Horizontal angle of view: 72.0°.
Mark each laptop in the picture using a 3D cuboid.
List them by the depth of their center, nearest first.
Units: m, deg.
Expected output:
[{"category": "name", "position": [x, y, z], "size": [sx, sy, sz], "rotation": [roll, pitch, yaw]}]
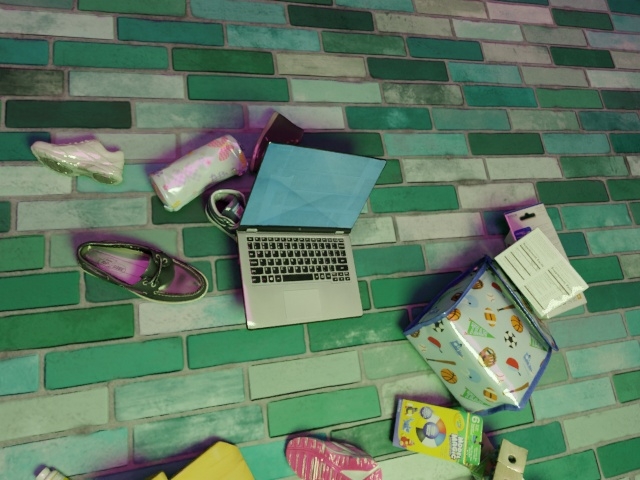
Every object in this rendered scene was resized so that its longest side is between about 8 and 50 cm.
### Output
[{"category": "laptop", "position": [0.000, 0.000, 1.160], "size": [0.381, 0.236, 0.409], "rotation": [1, 74, -35]}]

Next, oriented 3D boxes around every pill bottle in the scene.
[{"category": "pill bottle", "position": [-0.599, 0.552, 0.997], "size": [0.083, 0.043, 0.043], "rotation": [37, 68, -2]}]

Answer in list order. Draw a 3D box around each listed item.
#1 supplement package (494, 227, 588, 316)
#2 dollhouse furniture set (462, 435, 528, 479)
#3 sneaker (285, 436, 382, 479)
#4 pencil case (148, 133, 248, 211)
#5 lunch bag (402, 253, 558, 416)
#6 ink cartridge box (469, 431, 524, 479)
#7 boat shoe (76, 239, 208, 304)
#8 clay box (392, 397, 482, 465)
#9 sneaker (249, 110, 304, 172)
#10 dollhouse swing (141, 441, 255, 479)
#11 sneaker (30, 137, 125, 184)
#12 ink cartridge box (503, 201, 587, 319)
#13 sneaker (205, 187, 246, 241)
[{"category": "supplement package", "position": [0.643, 0.091, 1.312], "size": [0.145, 0.261, 0.204], "rotation": [-39, 73, 15]}, {"category": "dollhouse furniture set", "position": [0.424, 0.591, 1.174], "size": [0.183, 0.129, 0.129], "rotation": [22, 55, 17]}, {"category": "sneaker", "position": [0.034, 0.574, 1.137], "size": [0.251, 0.111, 0.103], "rotation": [14, 78, 12]}, {"category": "pencil case", "position": [-0.341, -0.192, 1.248], "size": [0.273, 0.113, 0.124], "rotation": [-34, 105, -22]}, {"category": "lunch bag", "position": [0.495, 0.255, 1.289], "size": [0.385, 0.239, 0.328], "rotation": [-33, 84, -38]}, {"category": "ink cartridge box", "position": [0.503, 0.672, 1.253], "size": [0.108, 0.062, 0.209], "rotation": [-28, 83, -20]}, {"category": "boat shoe", "position": [-0.458, 0.074, 1.137], "size": [0.339, 0.113, 0.127], "rotation": [23, 69, -8]}, {"category": "clay box", "position": [0.313, 0.512, 1.185], "size": [0.221, 0.053, 0.128], "rotation": [1, 68, 29]}, {"category": "sneaker", "position": [-0.131, -0.287, 1.348], "size": [0.118, 0.083, 0.222], "rotation": [25, 68, -7]}, {"category": "dollhouse swing", "position": [-0.331, 0.702, 1.019], "size": [0.315, 0.305, 0.347], "rotation": [-33, 84, 20]}, {"category": "sneaker", "position": [-0.648, -0.231, 1.198], "size": [0.231, 0.090, 0.116], "rotation": [16, 64, -20]}, {"category": "ink cartridge box", "position": [0.745, 0.065, 1.494], "size": [0.175, 0.069, 0.372], "rotation": [-15, 81, -18]}, {"category": "sneaker", "position": [-0.196, -0.040, 1.220], "size": [0.282, 0.153, 0.099], "rotation": [33, 69, -4]}]
